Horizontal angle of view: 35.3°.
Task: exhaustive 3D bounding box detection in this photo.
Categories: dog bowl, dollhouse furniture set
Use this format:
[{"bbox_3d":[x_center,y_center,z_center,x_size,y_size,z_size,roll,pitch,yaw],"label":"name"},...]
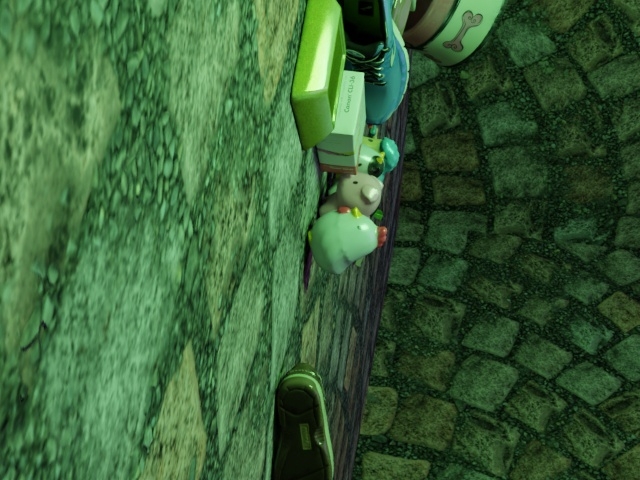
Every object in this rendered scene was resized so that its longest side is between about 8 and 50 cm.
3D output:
[{"bbox_3d":[0.277,-0.610,2.288,0.408,0.150,0.408,-170,-90,-68],"label":"dog bowl"},{"bbox_3d":[0.101,-0.014,2.544,0.076,0.058,0.152,-85,-162,-66],"label":"dollhouse furniture set"}]

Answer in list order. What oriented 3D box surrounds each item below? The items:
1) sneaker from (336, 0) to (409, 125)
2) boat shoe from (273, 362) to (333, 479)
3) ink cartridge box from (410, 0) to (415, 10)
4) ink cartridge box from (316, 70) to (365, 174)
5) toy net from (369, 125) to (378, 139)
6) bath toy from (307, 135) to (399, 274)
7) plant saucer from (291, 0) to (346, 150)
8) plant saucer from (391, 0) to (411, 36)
[{"bbox_3d":[0.068,-0.324,1.663,0.147,0.129,0.330,-65,154,-44],"label":"sneaker"},{"bbox_3d":[-0.023,0.312,1.595,0.095,0.095,0.258,-82,176,-66],"label":"boat shoe"},{"bbox_3d":[0.159,-0.606,2.112,0.237,0.100,0.172,48,49,-80],"label":"ink cartridge box"},{"bbox_3d":[0.033,-0.199,1.632,0.198,0.067,0.115,77,21,-70],"label":"ink cartridge box"},{"bbox_3d":[0.147,-0.270,2.564,0.122,0.045,0.232,-60,156,-73],"label":"toy net"},{"bbox_3d":[0.066,-0.072,1.765,0.348,0.129,0.151,-71,146,-59],"label":"bath toy"},{"bbox_3d":[0.003,-0.245,1.437,0.188,0.045,0.189,75,23,-72],"label":"plant saucer"},{"bbox_3d":[0.122,-0.422,1.908,0.278,0.041,0.278,-166,-90,-81],"label":"plant saucer"}]
